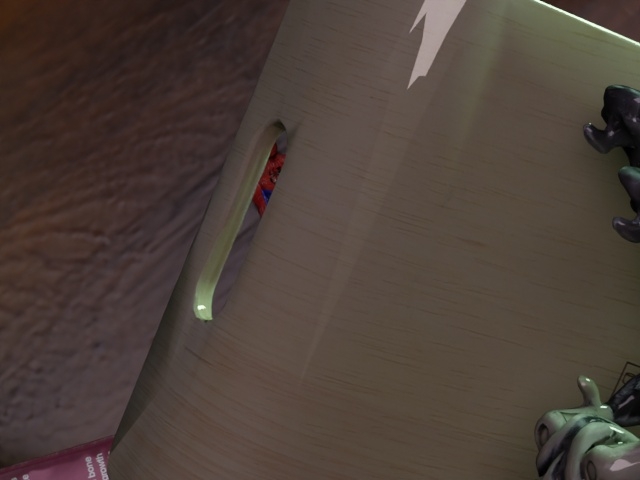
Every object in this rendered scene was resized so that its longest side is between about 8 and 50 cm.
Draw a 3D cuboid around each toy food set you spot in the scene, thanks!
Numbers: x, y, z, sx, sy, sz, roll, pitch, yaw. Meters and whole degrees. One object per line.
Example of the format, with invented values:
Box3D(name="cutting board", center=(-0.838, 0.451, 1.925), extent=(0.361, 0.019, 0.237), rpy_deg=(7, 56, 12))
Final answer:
Box3D(name="toy food set", center=(0.102, 0.040, 0.693), extent=(0.306, 0.092, 0.220), rpy_deg=(20, 100, -16))

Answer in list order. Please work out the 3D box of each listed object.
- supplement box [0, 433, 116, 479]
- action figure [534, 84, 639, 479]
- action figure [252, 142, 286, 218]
Box3D(name="supplement box", center=(-0.082, 0.136, 0.750), extent=(0.188, 0.081, 0.104), rpy_deg=(-16, 76, 0))
Box3D(name="action figure", center=(0.116, 0.099, 0.582), extent=(0.141, 0.164, 0.276), rpy_deg=(12, 97, -9))
Box3D(name="action figure", center=(0.000, 0.000, 0.803), extent=(0.038, 0.030, 0.115), rpy_deg=(-31, 75, 2))
